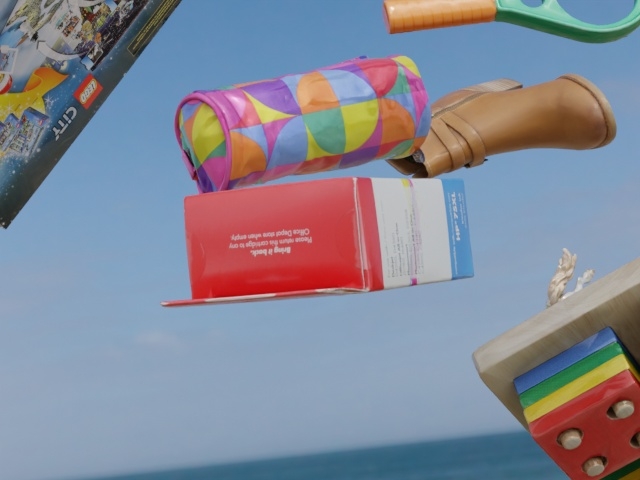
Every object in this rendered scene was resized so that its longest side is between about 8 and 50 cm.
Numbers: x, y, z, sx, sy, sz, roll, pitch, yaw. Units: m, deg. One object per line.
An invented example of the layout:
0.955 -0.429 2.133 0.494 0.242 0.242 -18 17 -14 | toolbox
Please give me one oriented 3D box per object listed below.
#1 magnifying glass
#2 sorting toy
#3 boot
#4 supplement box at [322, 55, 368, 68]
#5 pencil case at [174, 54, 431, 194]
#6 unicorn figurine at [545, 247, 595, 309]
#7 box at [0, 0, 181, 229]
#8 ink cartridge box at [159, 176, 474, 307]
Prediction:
0.166 -0.200 1.223 0.231 0.092 0.026 -9 -23 -8 | magnifying glass
0.296 0.124 1.174 0.255 0.089 0.257 -31 -48 13 | sorting toy
0.223 -0.143 1.909 0.220 0.109 0.283 -24 28 -26 | boot
-0.019 -0.175 2.115 0.220 0.111 0.114 -17 18 3 | supplement box
-0.012 -0.099 1.281 0.236 0.104 0.104 -12 -3 -35 | pencil case
0.291 0.095 1.658 0.060 0.111 0.162 -19 -56 40 | unicorn figurine
-0.203 -0.142 1.021 0.044 0.233 0.159 28 -13 33 | box
0.000 0.000 1.013 0.134 0.078 0.231 -6 -1 27 | ink cartridge box
